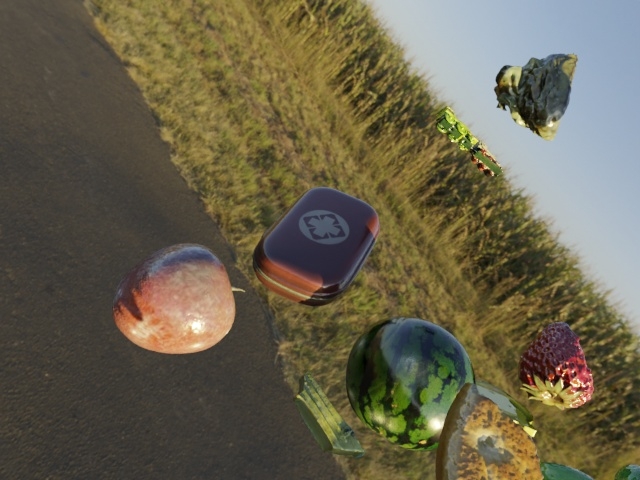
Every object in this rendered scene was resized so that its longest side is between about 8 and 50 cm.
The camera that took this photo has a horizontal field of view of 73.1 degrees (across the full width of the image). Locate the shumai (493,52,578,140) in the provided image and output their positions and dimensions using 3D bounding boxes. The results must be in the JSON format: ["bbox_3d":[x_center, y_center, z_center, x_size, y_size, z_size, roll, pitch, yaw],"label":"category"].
[{"bbox_3d":[0.617,-0.426,1.268,0.218,0.255,0.189,16,-18,14],"label":"shumai"}]

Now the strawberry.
[{"bbox_3d":[0.695,0.351,1.263,0.205,0.205,0.244,45,55,-19],"label":"strawberry"}]

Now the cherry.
[{"bbox_3d":[-0.296,0.124,0.944,0.286,0.212,0.236,-5,58,-31],"label":"cherry"}]

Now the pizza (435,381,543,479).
[{"bbox_3d":[0.206,0.309,0.517,0.056,0.135,0.270,97,-14,-58],"label":"pizza"}]

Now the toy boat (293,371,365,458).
[{"bbox_3d":[0.010,0.519,1.245,0.084,0.111,0.276,-29,70,-31],"label":"toy boat"}]

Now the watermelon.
[{"bbox_3d":[0.193,0.307,0.956,0.285,0.285,0.285,44,21,-21],"label":"watermelon"}]

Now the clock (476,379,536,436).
[{"bbox_3d":[0.626,0.607,1.584,0.277,0.071,0.293,22,9,14],"label":"clock"}]

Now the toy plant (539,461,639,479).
[{"bbox_3d":[0.628,0.634,0.860,0.317,0.210,0.355,7,56,-16],"label":"toy plant"}]

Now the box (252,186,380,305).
[{"bbox_3d":[0.000,0.000,1.140,0.263,0.108,0.404,23,43,12],"label":"box"}]

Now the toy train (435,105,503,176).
[{"bbox_3d":[0.430,-0.276,1.238,0.250,0.053,0.085,39,44,-14],"label":"toy train"}]
